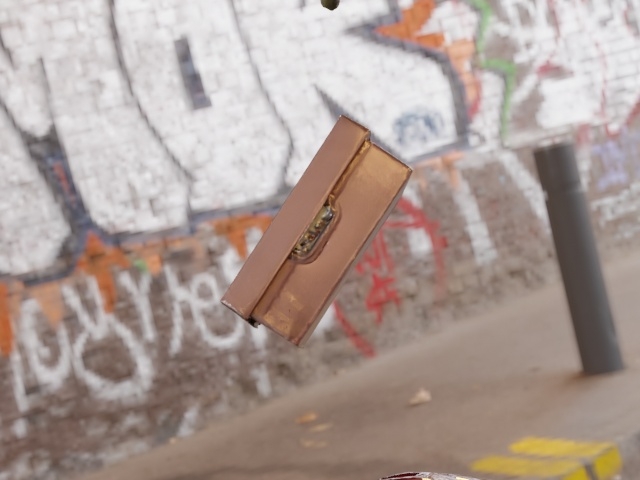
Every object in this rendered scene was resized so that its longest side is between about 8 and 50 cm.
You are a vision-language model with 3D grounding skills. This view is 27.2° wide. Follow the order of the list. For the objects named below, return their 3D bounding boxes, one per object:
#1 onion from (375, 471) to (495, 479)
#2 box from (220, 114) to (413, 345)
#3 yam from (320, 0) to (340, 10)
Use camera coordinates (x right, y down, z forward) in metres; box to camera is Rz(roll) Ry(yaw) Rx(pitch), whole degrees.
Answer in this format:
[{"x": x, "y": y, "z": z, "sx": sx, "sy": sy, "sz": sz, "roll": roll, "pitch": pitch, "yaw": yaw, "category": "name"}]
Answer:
[{"x": 0.012, "y": 0.249, "z": 0.734, "sx": 0.347, "sy": 0.348, "sz": 0.285, "roll": -16, "pitch": 43, "yaw": -28, "category": "onion"}, {"x": 0.000, "y": 0.000, "z": 1.302, "sx": 0.215, "sy": 0.086, "sz": 0.215, "roll": -57, "pitch": -3, "yaw": -4, "category": "box"}, {"x": 0.008, "y": -0.242, "z": 0.907, "sx": 0.027, "sy": 0.029, "sz": 0.234, "roll": 1, "pitch": -32, "yaw": 2, "category": "yam"}]
